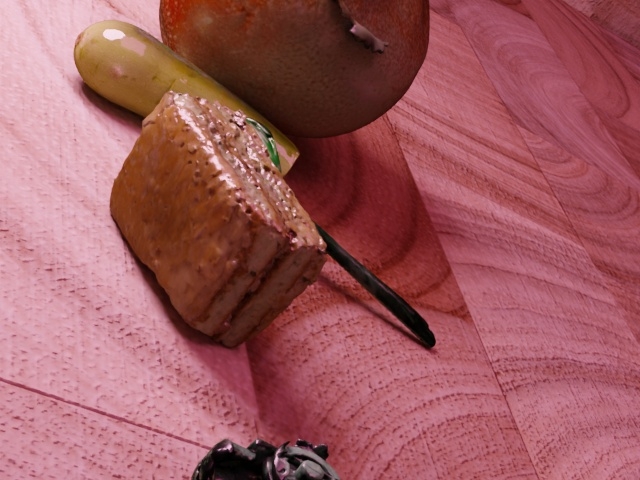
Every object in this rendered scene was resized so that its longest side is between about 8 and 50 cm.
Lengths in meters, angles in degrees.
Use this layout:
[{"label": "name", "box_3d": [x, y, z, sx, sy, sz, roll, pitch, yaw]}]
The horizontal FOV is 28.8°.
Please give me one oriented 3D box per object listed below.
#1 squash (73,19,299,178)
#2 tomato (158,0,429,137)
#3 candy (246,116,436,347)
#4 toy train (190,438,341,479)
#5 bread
[{"label": "squash", "box_3d": [-0.139, -0.138, 1.265, 0.250, 0.083, 0.083, 33, 25, -19]}, {"label": "tomato", "box_3d": [-0.028, -0.251, 1.339, 0.303, 0.303, 0.239, 27, 44, -22]}, {"label": "candy", "box_3d": [-0.001, 0.002, 1.226, 0.323, 0.097, 0.097, 41, 24, -12]}, {"label": "toy train", "box_3d": [0.027, 0.233, 0.828, 0.269, 0.115, 0.154, 31, 35, -17]}, {"label": "bread", "box_3d": [-0.092, -0.018, 1.056, 0.102, 0.138, 0.196, 6, 41, -42]}]
